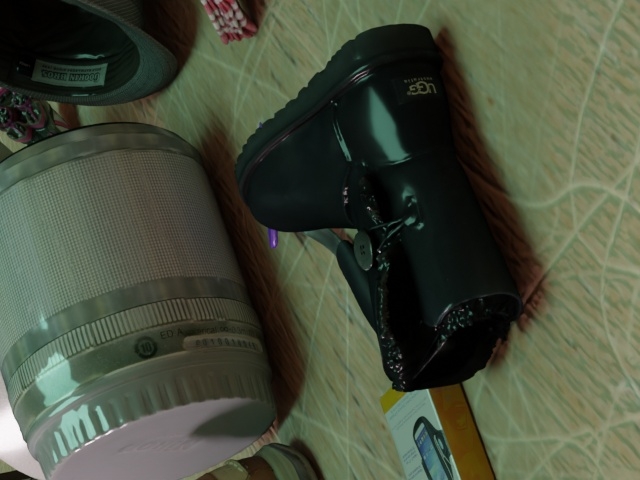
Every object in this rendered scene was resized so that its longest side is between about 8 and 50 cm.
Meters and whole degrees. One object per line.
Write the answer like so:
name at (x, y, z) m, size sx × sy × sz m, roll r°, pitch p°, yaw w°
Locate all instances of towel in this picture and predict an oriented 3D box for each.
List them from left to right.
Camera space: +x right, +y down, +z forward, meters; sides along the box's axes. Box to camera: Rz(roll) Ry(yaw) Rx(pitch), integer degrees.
towel at (-0.100, -0.250, 1.303) m, size 0.197 × 0.029 × 0.144 m, roll 62°, pitch -173°, yaw -66°

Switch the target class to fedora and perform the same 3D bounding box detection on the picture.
fedora at (-0.238, -0.226, 1.558) m, size 0.275 × 0.244 × 0.124 m, roll 138°, pitch 148°, yaw -68°

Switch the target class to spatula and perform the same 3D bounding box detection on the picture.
spatula at (0.000, 0.000, 1.274) m, size 0.296 × 0.030 × 0.084 m, roll -133°, pitch 36°, yaw -52°

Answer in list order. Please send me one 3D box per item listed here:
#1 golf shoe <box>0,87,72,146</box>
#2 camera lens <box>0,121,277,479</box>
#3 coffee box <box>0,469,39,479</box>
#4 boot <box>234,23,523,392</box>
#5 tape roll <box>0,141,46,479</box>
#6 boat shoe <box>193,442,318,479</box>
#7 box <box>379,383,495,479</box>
golf shoe at (-0.283, -0.094, 1.882) m, size 0.186 × 0.067 × 0.086 m, roll 56°, pitch -168°, yaw 22°
camera lens at (-0.172, 0.054, 1.461) m, size 0.219 × 0.219 × 0.274 m, roll 119°, pitch 135°, yaw -57°
coffee box at (-0.352, 0.429, 2.124) m, size 0.297 × 0.168 × 0.119 m, roll -123°, pitch 32°, yaw -42°
boot at (0.031, 0.004, 1.119) m, size 0.246 × 0.094 × 0.207 m, roll -45°, pitch 55°, yaw 56°
tape roll at (-0.304, 0.047, 1.653) m, size 0.392 × 0.072 × 0.392 m, roll 55°, pitch -167°, yaw -19°
boat shoe at (-0.033, 0.329, 1.387) m, size 0.123 × 0.116 × 0.324 m, roll 126°, pitch 130°, yaw -60°
box at (0.084, 0.153, 1.152) m, size 0.136 × 0.028 × 0.081 m, roll 69°, pitch 155°, yaw 17°
